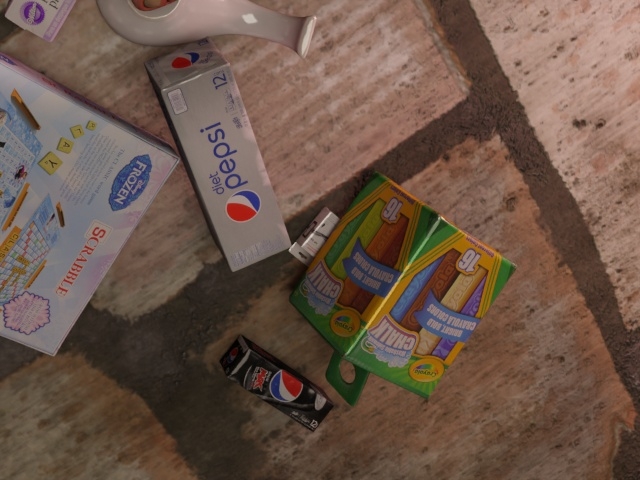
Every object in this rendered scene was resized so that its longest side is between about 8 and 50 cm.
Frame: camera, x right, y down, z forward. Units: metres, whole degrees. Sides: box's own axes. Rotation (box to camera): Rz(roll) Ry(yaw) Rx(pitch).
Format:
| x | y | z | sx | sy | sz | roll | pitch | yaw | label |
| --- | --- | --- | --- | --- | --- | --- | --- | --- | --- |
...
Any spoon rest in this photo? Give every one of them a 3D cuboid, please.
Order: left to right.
| x | y | z | sx | sy | sz | roll | pitch | yaw | label |
| --- | --- | --- | --- | --- | --- | --- | --- | --- | --- |
| -0.146 | -0.295 | 1.221 | 0.276 | 0.084 | 0.137 | 16 | 101 | -8 | spoon rest |

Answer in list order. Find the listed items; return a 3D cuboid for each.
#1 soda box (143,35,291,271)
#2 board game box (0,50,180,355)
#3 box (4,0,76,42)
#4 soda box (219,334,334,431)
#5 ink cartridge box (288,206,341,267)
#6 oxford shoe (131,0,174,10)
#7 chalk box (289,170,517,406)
| x | y | z | sx | sy | sz | roll | pitch | yaw | label |
| --- | --- | --- | --- | --- | --- | --- | --- | --- | --- |
| -0.128 | -0.105 | 1.232 | 0.091 | 0.098 | 0.286 | -24 | 128 | -9 | soda box |
| -0.390 | -0.050 | 1.183 | 0.318 | 0.066 | 0.319 | 29 | 101 | -32 | board game box |
| -0.260 | -0.385 | 1.119 | 0.063 | 0.067 | 0.324 | 29 | 109 | -24 | box |
| -0.063 | 0.209 | 1.407 | 0.169 | 0.060 | 0.053 | 36 | 93 | -24 | soda box |
| 0.000 | 0.000 | 1.378 | 0.048 | 0.028 | 0.083 | 39 | 92 | -25 | ink cartridge box |
| -0.114 | -0.432 | 1.134 | 0.146 | 0.140 | 0.397 | 41 | 70 | -5 | oxford shoe |
| 0.091 | 0.087 | 1.337 | 0.179 | 0.180 | 0.289 | 31 | 95 | -37 | chalk box |
